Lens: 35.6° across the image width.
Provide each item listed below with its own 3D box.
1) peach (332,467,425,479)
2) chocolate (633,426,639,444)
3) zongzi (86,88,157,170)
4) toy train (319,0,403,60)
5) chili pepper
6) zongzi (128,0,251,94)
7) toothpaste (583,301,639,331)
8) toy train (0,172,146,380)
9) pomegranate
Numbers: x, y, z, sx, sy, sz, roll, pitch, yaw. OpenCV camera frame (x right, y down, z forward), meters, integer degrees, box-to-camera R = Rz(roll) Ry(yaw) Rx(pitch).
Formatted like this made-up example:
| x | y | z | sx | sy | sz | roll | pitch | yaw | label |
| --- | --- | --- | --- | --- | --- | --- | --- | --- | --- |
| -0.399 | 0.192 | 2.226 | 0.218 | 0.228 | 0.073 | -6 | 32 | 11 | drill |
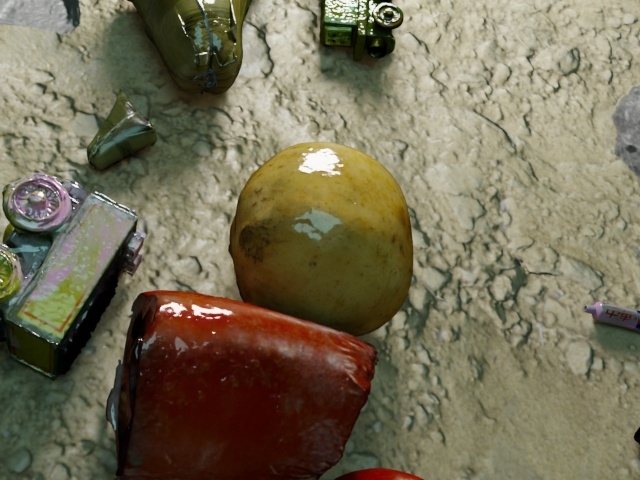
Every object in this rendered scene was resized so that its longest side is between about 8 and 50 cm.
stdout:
| x | y | z | sx | sy | sz | roll | pitch | yaw | label |
| --- | --- | --- | --- | --- | --- | --- | --- | --- | --- |
| 0.067 | 0.369 | 1.149 | 0.226 | 0.190 | 0.196 | -9 | 39 | -26 | peach |
| 0.523 | 0.263 | 1.372 | 0.149 | 0.125 | 0.080 | -32 | 91 | -31 | chocolate |
| -0.300 | -0.159 | 1.409 | 0.104 | 0.052 | 0.113 | -29 | 60 | -20 | zongzi |
| 0.061 | -0.393 | 1.603 | 0.137 | 0.090 | 0.225 | 5 | 62 | -4 | toy train |
| -0.093 | 0.200 | 1.166 | 0.305 | 0.229 | 0.251 | 16 | 92 | -11 | chili pepper |
| -0.131 | -0.344 | 1.507 | 0.274 | 0.125 | 0.251 | -15 | 67 | -28 | zongzi |
| 0.468 | 0.119 | 1.476 | 0.170 | 0.028 | 0.045 | 13 | 67 | -12 | toothpaste |
| -0.343 | 0.040 | 1.239 | 0.177 | 0.134 | 0.261 | 27 | 60 | 0 | toy train |
| 0.000 | 0.000 | 1.294 | 0.260 | 0.260 | 0.260 | 6 | 62 | -12 | pomegranate |
